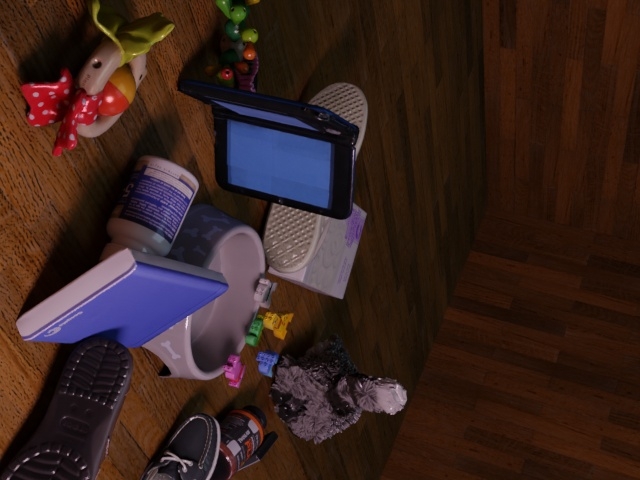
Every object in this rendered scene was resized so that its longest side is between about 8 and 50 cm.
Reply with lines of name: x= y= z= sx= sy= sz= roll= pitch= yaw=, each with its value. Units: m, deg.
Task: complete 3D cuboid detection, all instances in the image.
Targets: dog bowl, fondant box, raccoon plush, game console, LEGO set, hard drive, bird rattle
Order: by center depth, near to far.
bird rattle: x=-0.305 y=-0.219 z=1.349 sx=0.207 sy=0.143 sz=0.253 roll=90 pitch=22 yaw=-76
hard drive: x=-0.299 y=0.100 z=1.501 sx=0.210 sy=0.040 sz=0.318 roll=-32 pitch=163 yaw=12
game console: x=-0.095 y=-0.158 z=1.685 sx=0.250 sy=0.293 sz=0.173 roll=11 pitch=93 yaw=-69
dog bowl: x=-0.217 y=0.108 z=1.820 sx=0.349 sy=0.102 sz=0.349 roll=15 pitch=90 yaw=-69
LEGO set: x=-0.115 y=0.179 z=1.863 sx=0.093 sy=0.087 sz=0.227 roll=56 pitch=50 yaw=-64
hard drive: x=-0.166 y=0.494 z=2.192 sx=0.022 sy=0.135 sz=0.094 roll=53 pitch=36 yaw=-5
fondant box: x=0.000 y=0.000 z=2.325 sx=0.330 sy=0.096 sz=0.238 roll=31 pitch=74 yaw=-70
raccoon plush: x=0.093 y=0.367 z=2.384 sx=0.299 sy=0.446 sz=0.216 roll=-25 pitch=114 yaw=-48

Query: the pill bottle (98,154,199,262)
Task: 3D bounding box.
pill bottle: x=-0.282 y=-0.033 z=1.538 sx=0.112 sy=0.112 sz=0.187 roll=62 pitch=46 yaw=-61

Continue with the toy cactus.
toy cactus: x=-0.161 y=-0.359 z=1.672 sx=0.180 sy=0.112 sz=0.219 roll=115 pitch=-27 yaw=-74

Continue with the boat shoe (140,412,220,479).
boat shoe: x=-0.289 y=0.470 z=1.855 sx=0.091 sy=0.114 sz=0.302 roll=75 pitch=34 yaw=-63

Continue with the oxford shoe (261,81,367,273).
oxford shoe: x=-0.016 y=-0.139 z=2.110 sx=0.130 sy=0.169 sz=0.449 roll=48 pitch=61 yaw=-78

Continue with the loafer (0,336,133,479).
loafer: x=-0.387 y=0.333 z=1.474 sx=0.366 sy=0.134 sz=0.130 roll=-63 pitch=176 yaw=-17

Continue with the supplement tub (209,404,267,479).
supplement tub: x=-0.192 y=0.441 z=2.098 sx=0.198 sy=0.106 sz=0.106 roll=-41 pitch=140 yaw=-57

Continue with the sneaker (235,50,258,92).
sneaker: x=-0.139 y=-0.318 z=1.835 sx=0.057 sy=0.047 sz=0.119 roll=-70 pitch=169 yaw=-60
